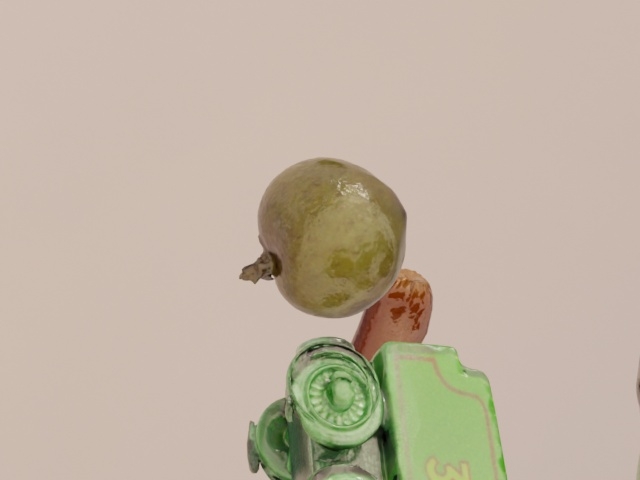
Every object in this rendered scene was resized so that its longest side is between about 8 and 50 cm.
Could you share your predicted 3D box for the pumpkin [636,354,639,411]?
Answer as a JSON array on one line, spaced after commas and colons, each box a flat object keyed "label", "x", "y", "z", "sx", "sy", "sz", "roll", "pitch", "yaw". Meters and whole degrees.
[{"label": "pumpkin", "x": 0.429, "y": 0.133, "z": 1.268, "sx": 0.250, "sy": 0.216, "sz": 0.249, "roll": -12, "pitch": -67, "yaw": -29}]

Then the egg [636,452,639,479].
[{"label": "egg", "x": 0.349, "y": 0.176, "z": 0.935, "sx": 0.269, "sy": 0.220, "sz": 0.220, "roll": -62, "pitch": -38, "yaw": -40}]

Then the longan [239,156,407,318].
[{"label": "longan", "x": 0.000, "y": 0.000, "z": 1.243, "sx": 0.176, "sy": 0.154, "sz": 0.145, "roll": -18, "pitch": -46, "yaw": -1}]

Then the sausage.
[{"label": "sausage", "x": 0.071, "y": 0.166, "z": 1.691, "sx": 0.089, "sy": 0.083, "sz": 0.300, "roll": 24, "pitch": -63, "yaw": 0}]

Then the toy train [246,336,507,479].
[{"label": "toy train", "x": 0.049, "y": 0.188, "z": 0.976, "sx": 0.188, "sy": 0.243, "sz": 0.132, "roll": 5, "pitch": -34, "yaw": -19}]
